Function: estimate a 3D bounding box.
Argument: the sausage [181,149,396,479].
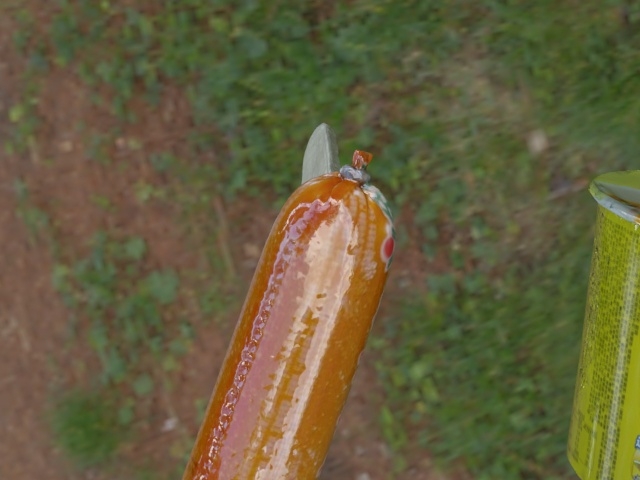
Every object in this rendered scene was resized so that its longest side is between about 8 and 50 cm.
[{"bbox_3d":[-0.039,0.126,0.753,0.053,0.053,0.347,29,105,33],"label":"sausage"}]

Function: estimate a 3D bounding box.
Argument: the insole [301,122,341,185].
[{"bbox_3d":[0.000,0.000,1.081,0.192,0.010,0.063,-95,25,-50],"label":"insole"}]

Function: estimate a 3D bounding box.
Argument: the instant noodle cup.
[{"bbox_3d":[0.213,0.061,0.922,0.205,0.205,0.153,23,105,36],"label":"instant noodle cup"}]
